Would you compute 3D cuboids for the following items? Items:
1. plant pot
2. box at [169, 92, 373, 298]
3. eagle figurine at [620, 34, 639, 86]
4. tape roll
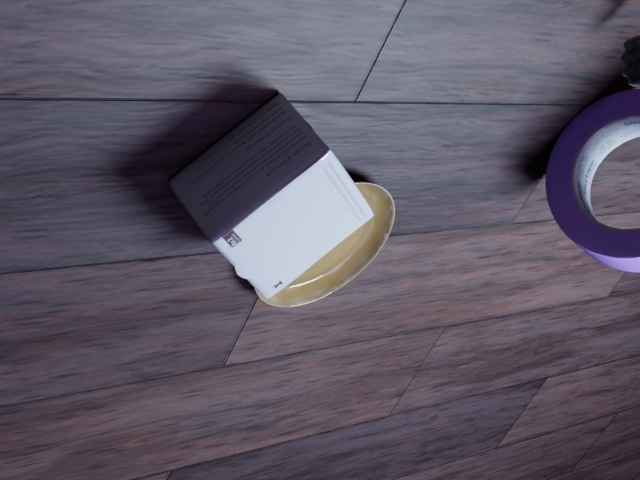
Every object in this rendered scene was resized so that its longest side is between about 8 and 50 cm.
[{"bbox_3d":[0.000,0.000,1.573,0.236,0.032,0.236,-26,146,-19],"label":"plant pot"},{"bbox_3d":[-0.058,-0.051,1.373,0.182,0.119,0.181,-38,148,0],"label":"box"},{"bbox_3d":[0.565,-0.354,1.550,0.298,0.226,0.225,-30,167,-22],"label":"eagle figurine"},{"bbox_3d":[0.495,-0.093,1.715,0.275,0.275,0.090,-45,148,11],"label":"tape roll"}]
